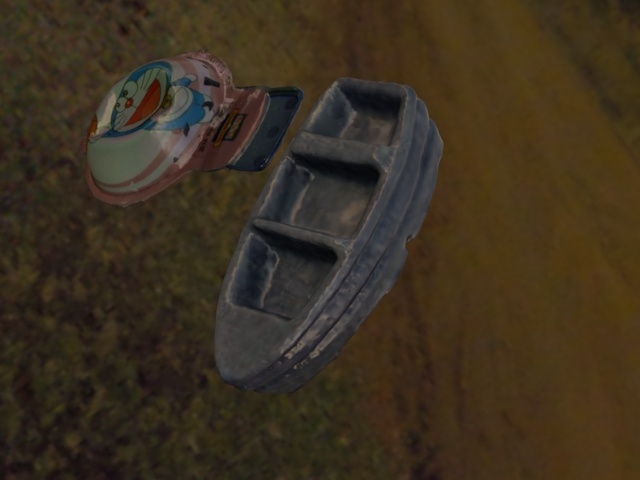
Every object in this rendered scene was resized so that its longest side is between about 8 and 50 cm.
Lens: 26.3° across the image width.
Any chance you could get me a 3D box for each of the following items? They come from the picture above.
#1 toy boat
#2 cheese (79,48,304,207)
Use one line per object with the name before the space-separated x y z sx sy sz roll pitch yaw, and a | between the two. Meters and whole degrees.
toy boat | 0.000 0.000 1.127 0.127 0.283 0.078 16 -17 38
cheese | -0.131 -0.108 1.308 0.286 0.189 0.074 7 -26 44
